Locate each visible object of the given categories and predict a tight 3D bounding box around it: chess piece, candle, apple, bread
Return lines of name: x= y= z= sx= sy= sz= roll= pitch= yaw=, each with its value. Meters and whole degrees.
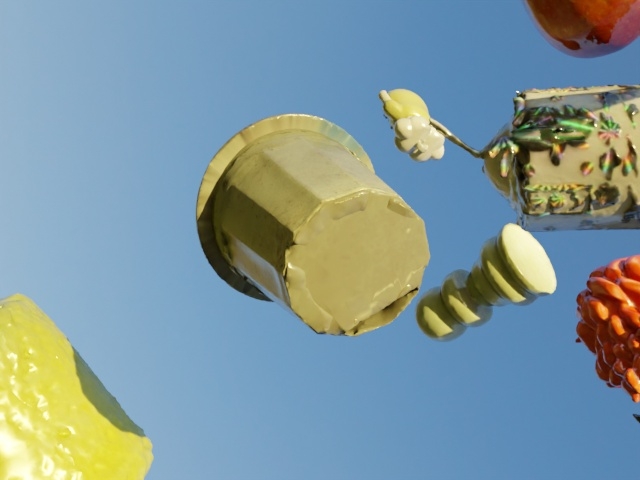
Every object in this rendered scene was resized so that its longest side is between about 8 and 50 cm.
chess piece: x=0.277 y=0.094 z=1.549 sx=0.251 sy=0.144 sz=0.144 roll=-39 pitch=-115 yaw=33
candle: x=0.301 y=-0.103 z=1.078 sx=0.330 sy=0.187 sz=0.188 roll=0 pitch=-83 yaw=11
apple: x=0.399 y=-0.393 z=1.273 sx=0.230 sy=0.229 sz=0.230 roll=12 pitch=-75 yaw=51
bread: x=-0.411 y=0.254 z=1.026 sx=0.348 sy=0.348 sz=0.308 roll=-23 pitch=-76 yaw=51

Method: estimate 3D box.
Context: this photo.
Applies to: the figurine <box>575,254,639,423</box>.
figurine: x=0.531 y=0.220 z=1.287 sx=0.241 sy=0.306 sz=0.412 roll=-19 pitch=-88 yaw=16

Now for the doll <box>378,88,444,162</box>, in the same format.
doll: x=0.135 y=-0.173 z=1.290 sx=0.062 sy=0.106 sz=0.162 roll=-53 pitch=-155 yaw=22

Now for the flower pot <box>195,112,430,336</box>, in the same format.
flower pot: x=0.000 y=0.000 z=0.860 sx=0.202 sy=0.212 sz=0.212 roll=-136 pitch=-130 yaw=-60
